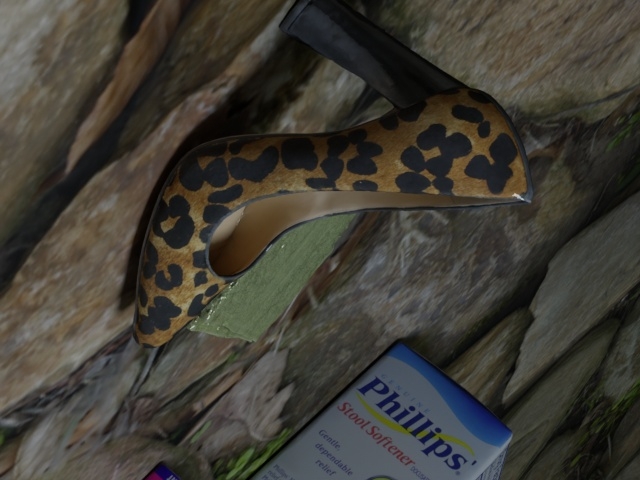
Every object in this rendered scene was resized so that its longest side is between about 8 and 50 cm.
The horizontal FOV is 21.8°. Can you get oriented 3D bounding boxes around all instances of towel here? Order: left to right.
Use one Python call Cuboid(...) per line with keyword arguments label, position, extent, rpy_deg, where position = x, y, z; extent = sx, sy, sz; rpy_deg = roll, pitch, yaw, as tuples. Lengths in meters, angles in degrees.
Cuboid(label="towel", position=(-0.032, 0.010, 1.181), extent=(0.148, 0.027, 0.110), rpy_deg=(-52, 158, 6))

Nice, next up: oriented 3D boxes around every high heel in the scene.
Cuboid(label="high heel", position=(0.000, 0.000, 1.004), extent=(0.261, 0.186, 0.093), rpy_deg=(-57, 158, 15))

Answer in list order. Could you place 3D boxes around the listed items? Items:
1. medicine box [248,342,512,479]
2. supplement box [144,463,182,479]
Cuboid(label="medicine box", position=(0.027, 0.288, 1.588), extent=(0.289, 0.149, 0.263), rpy_deg=(-41, 157, -25))
Cuboid(label="supplement box", position=(-0.154, 0.301, 1.292), extent=(0.220, 0.111, 0.114), rpy_deg=(-45, 158, -15))
